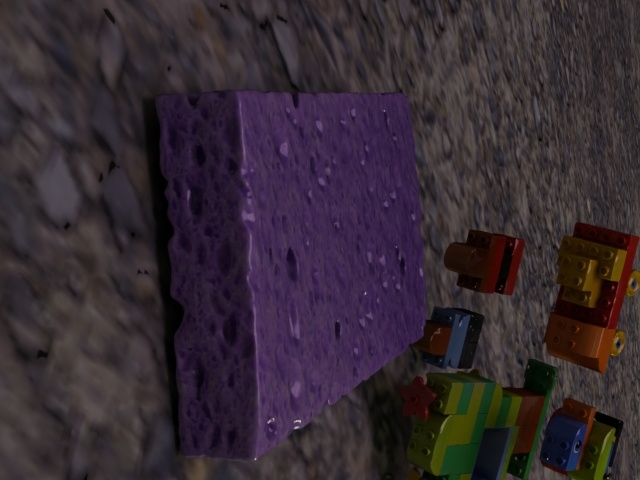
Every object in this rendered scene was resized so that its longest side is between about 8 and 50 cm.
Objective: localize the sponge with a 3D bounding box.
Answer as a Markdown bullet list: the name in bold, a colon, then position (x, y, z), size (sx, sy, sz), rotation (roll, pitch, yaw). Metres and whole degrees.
- **sponge**: position (0.000, 0.000, 0.447), size (0.210, 0.031, 0.117), rotation (-19, 105, -70)

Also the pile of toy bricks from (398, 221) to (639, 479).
- **pile of toy bricks**: position (0.077, 0.089, 0.562), size (0.105, 0.118, 0.212), rotation (8, 96, -48)
